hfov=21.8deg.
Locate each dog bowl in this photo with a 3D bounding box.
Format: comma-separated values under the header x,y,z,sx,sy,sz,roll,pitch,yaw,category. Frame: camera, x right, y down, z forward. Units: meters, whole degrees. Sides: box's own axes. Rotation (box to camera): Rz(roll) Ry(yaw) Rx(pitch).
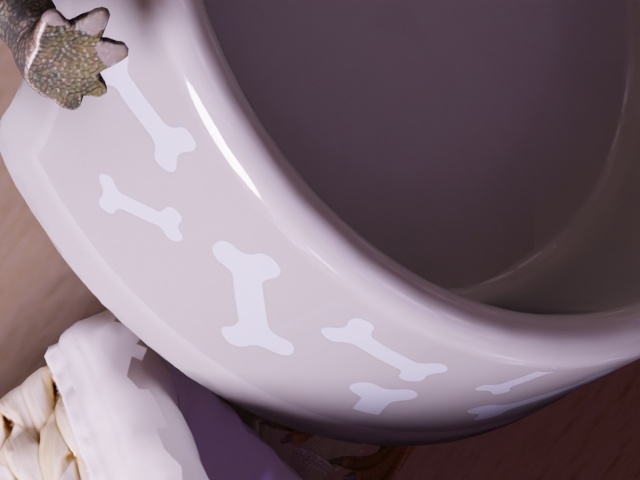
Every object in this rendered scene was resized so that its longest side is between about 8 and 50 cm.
x,y,z,sx,sy,sz,roll,pitch,yaw,category
0.049,-0.103,0.604,0.349,0.102,0.349,6,78,-32,dog bowl

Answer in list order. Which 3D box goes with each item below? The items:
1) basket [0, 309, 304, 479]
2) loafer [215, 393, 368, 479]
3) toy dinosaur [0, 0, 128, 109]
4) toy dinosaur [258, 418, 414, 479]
x,y,z,sx,sy,sz,roll,pitch,yaw,category
-0.054,0.274,0.614,0.266,0.331,0.328,-34,135,1,basket
0.000,0.000,0.740,0.092,0.102,0.268,-9,126,-43,loafer
-0.149,-0.081,0.513,0.121,0.160,0.313,14,125,-32,toy dinosaur
0.035,0.042,0.677,0.211,0.064,0.112,11,112,-44,toy dinosaur
